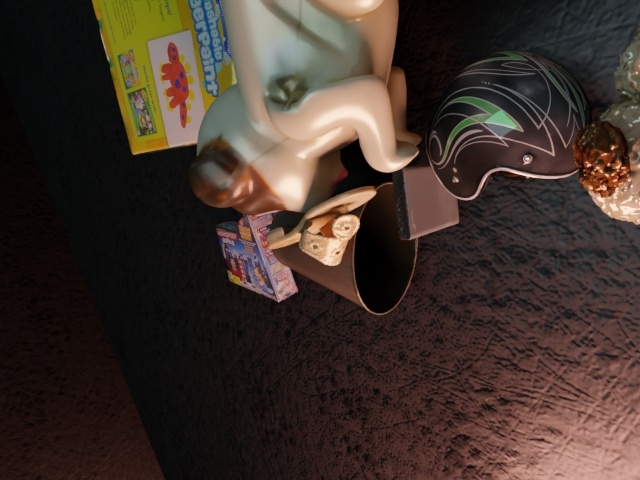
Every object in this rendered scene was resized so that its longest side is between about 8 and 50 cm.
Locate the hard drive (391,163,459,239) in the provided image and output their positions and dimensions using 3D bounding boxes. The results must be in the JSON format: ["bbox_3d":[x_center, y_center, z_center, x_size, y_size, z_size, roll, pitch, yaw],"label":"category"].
[{"bbox_3d":[0.150,-0.059,0.623,0.022,0.135,0.094,0,101,45],"label":"hard drive"}]

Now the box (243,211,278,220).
[{"bbox_3d":[-0.123,-0.086,0.969,0.137,0.027,0.094,9,106,44],"label":"box"}]

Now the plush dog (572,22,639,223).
[{"bbox_3d":[0.328,-0.120,0.397,0.211,0.262,0.226,-116,44,-62],"label":"plush dog"}]

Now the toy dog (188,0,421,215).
[{"bbox_3d":[-0.034,-0.212,0.563,0.395,0.285,0.408,19,119,-6],"label":"toy dog"}]

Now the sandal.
[{"bbox_3d":[0.005,-0.001,0.625,0.240,0.088,0.079,-23,82,52],"label":"sandal"}]

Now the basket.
[{"bbox_3d":[0.028,-0.001,0.758,0.226,0.154,0.205,11,101,47],"label":"basket"}]

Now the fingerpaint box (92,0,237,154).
[{"bbox_3d":[-0.244,-0.414,0.842,0.370,0.163,0.445,0,107,35],"label":"fingerpaint box"}]

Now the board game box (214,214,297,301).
[{"bbox_3d":[-0.148,0.015,0.975,0.194,0.060,0.194,15,122,44],"label":"board game box"}]

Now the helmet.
[{"bbox_3d":[0.219,-0.134,0.516,0.170,0.169,0.161,65,152,10],"label":"helmet"}]
